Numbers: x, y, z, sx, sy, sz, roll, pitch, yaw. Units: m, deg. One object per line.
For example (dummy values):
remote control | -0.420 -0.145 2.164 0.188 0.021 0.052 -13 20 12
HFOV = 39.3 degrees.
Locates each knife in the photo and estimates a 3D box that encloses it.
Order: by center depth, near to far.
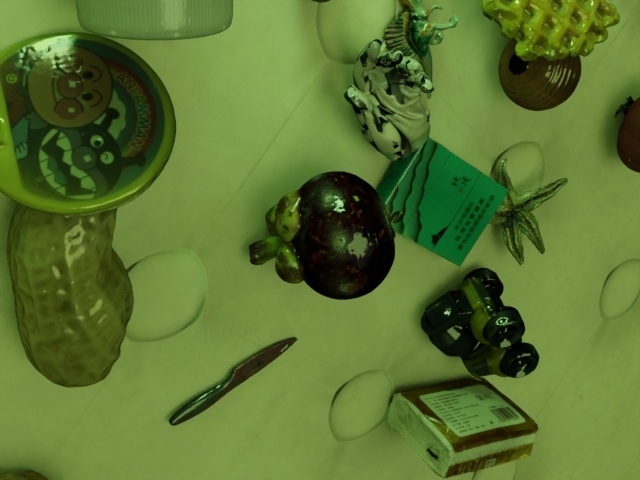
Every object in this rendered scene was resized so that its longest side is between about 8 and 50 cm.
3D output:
knife | -0.137 0.217 1.422 0.247 0.018 0.035 -33 124 -23

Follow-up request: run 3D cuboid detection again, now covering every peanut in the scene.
peanut | -0.311 0.039 1.124 0.153 0.140 0.324 -5 112 -28

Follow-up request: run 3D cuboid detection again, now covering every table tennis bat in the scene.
table tennis bat | -0.350 -0.125 1.024 0.369 0.054 0.224 -12 80 -16

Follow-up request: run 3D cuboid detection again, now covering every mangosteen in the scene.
mangosteen | 0.000 0.000 1.321 0.217 0.192 0.192 -15 123 -3

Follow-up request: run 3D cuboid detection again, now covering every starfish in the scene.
starfish | 0.359 -0.055 1.628 0.217 0.050 0.223 -24 122 -3

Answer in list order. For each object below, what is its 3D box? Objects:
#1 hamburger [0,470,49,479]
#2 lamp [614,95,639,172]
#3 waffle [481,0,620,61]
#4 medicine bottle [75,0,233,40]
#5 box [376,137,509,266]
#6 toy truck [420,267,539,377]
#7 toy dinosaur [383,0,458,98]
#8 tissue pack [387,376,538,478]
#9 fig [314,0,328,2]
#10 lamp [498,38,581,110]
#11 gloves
hamburger | -0.441 0.465 1.233 0.260 0.145 0.283 -19 127 -32
lamp | 0.638 -0.216 1.715 0.182 0.140 0.182 -35 145 -29
waffle | 0.351 -0.406 1.392 0.291 0.051 0.291 4 80 -26
medicine bottle | -0.183 -0.400 0.961 0.208 0.208 0.339 -14 118 -31
box | 0.197 -0.066 1.500 0.226 0.042 0.160 27 98 -38
toy truck | 0.289 0.172 1.647 0.165 0.147 0.224 -28 132 6
toy dinosaur | 0.143 -0.308 1.364 0.106 0.044 0.187 1 124 -23
tissue pack | 0.262 0.339 1.662 0.226 0.183 0.091 -6 119 -34
fig | 0.018 -0.364 1.201 0.084 0.098 0.082 -38 128 -31
lamp | 0.358 -0.281 1.469 0.136 0.136 0.136 -16 120 -30
gloves | 0.100 -0.217 1.331 0.128 0.111 0.212 -20 130 3
